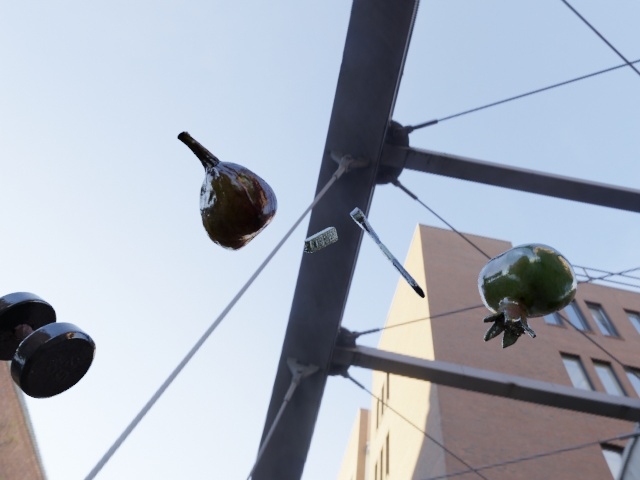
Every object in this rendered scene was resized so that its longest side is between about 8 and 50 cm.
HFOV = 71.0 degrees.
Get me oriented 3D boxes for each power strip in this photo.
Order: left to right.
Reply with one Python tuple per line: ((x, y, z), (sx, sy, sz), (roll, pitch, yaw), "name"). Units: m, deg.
((0.000, 0.000, 0.835), (0.017, 0.083, 0.027), (0, -69, 47), "power strip")

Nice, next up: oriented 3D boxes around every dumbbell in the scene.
((-0.607, 0.217, 0.959), (0.218, 0.152, 0.152), (24, -53, 28), "dumbbell")

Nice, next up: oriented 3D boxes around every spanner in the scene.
((0.135, 0.024, 0.908), (0.024, 0.316, 0.087), (-37, -57, 3), "spanner")

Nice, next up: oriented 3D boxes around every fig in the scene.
((-0.223, -0.115, 1.020), (0.191, 0.190, 0.290), (-25, -61, 22), "fig")

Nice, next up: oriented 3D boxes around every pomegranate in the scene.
((0.342, 0.094, 0.760), (0.131, 0.191, 0.152), (40, -40, -7), "pomegranate")
